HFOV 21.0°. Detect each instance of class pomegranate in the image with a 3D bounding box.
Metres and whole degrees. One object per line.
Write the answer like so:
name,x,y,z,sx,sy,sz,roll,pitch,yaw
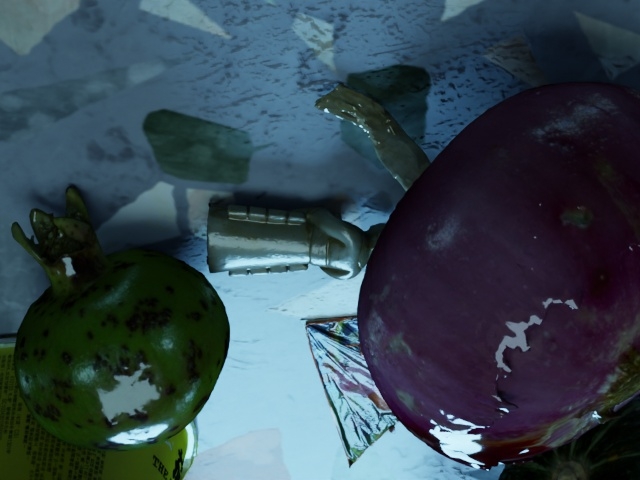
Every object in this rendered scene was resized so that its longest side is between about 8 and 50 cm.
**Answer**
pomegranate,-0.200,0.082,1.631,0.211,0.211,0.263,-20,112,21

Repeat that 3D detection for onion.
onion,0.188,0.015,1.495,0.358,0.345,0.358,-11,138,-10

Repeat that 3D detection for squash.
squash,0.299,0.270,1.773,0.252,0.252,0.165,-29,134,28

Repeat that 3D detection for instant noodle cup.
instant noodle cup,-0.296,0.294,1.809,0.326,0.254,0.325,0,136,0

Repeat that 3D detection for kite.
kite,0.072,0.137,1.805,0.234,0.016,0.321,25,131,-24

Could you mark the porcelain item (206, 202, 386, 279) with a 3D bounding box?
porcelain item,0.000,0.000,1.635,0.213,0.054,0.084,1,139,1
